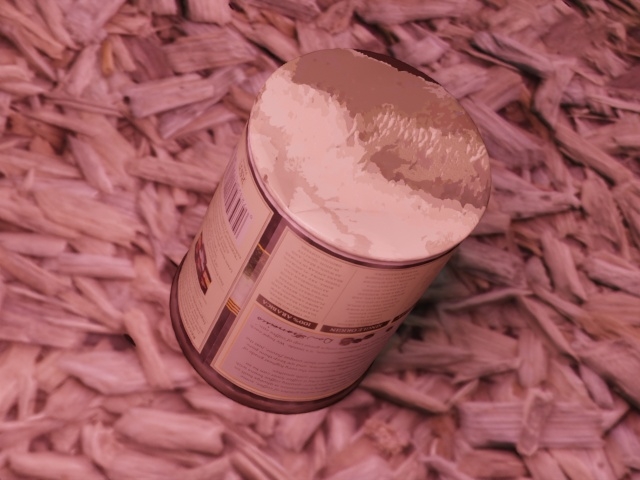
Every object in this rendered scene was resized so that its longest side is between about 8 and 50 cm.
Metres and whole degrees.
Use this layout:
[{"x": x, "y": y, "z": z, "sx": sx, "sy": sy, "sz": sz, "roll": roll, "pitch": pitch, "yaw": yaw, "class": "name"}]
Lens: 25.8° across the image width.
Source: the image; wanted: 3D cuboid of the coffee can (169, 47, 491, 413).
[{"x": 0.000, "y": 0.000, "z": 1.188, "sx": 0.202, "sy": 0.275, "sz": 0.201, "roll": 10, "pitch": 56, "yaw": -15, "class": "coffee can"}]
